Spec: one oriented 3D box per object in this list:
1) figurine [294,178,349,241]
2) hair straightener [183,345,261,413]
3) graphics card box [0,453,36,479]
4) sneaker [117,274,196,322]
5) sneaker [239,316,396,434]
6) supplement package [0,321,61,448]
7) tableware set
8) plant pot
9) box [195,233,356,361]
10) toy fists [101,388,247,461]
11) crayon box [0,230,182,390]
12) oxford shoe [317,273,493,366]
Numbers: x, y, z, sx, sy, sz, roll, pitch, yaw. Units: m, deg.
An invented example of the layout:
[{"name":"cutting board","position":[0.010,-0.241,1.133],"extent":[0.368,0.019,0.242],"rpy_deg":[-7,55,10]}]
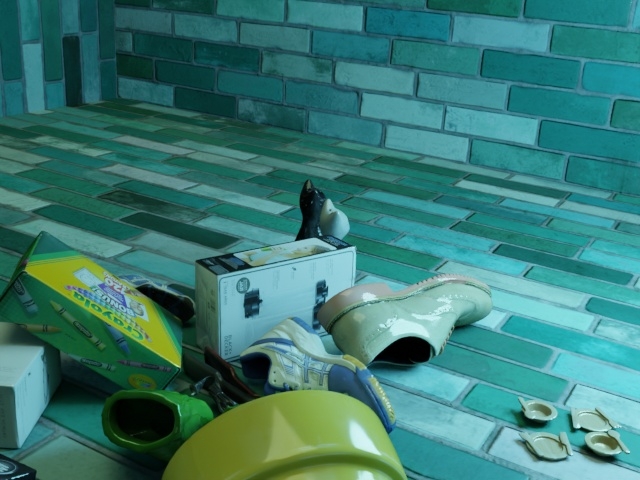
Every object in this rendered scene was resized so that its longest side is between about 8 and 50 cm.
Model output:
[{"name":"figurine","position":[0.000,0.000,1.601],"extent":[0.092,0.210,0.215],"rpy_deg":[-4,22,-20]},{"name":"hair straightener","position":[-0.157,0.237,1.193],"extent":[0.089,0.047,0.230],"rpy_deg":[-12,30,-35]},{"name":"graphics card box","position":[-0.512,0.277,0.785],"extent":[0.232,0.094,0.371],"rpy_deg":[13,2,25]},{"name":"sneaker","position":[-0.324,0.101,1.460],"extent":[0.211,0.080,0.081],"rpy_deg":[12,25,19]},{"name":"sneaker","position":[-0.011,0.229,1.177],"extent":[0.131,0.112,0.296],"rpy_deg":[-29,32,-26]},{"name":"supplement package","position":[-0.458,0.205,1.124],"extent":[0.105,0.105,0.179],"rpy_deg":[3,21,0]},{"name":"tableware set","position":[0.379,0.286,1.171],"extent":[0.168,0.020,0.141],"rpy_deg":[3,20,-1]},{"name":"plant pot","position":[-0.011,0.315,0.739],"extent":[0.253,0.254,0.239],"rpy_deg":[-4,37,-20]},{"name":"box","position":[-0.076,0.099,1.389],"extent":[0.289,0.169,0.087],"rpy_deg":[-12,23,-33]},{"name":"toy fists","position":[-0.145,0.254,1.017],"extent":[0.279,0.096,0.142],"rpy_deg":[5,-9,8]},{"name":"crayon box","position":[-0.350,0.118,1.205],"extent":[0.278,0.081,0.165],"rpy_deg":[37,11,-20]},{"name":"oxford shoe","position":[0.179,0.158,1.384],"extent":[0.396,0.140,0.147],"rpy_deg":[-6,53,-36]}]
